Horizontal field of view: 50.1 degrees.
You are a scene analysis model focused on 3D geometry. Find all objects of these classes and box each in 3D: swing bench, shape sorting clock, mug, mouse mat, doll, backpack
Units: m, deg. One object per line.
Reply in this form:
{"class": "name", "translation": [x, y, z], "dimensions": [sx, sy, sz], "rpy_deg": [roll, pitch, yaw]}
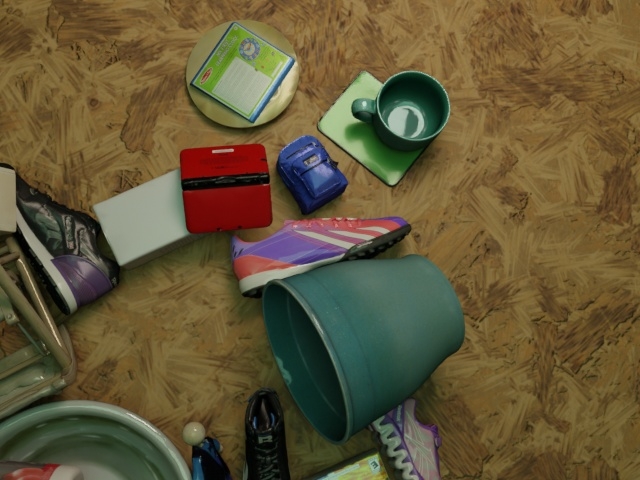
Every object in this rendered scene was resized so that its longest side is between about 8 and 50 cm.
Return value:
{"class": "swing bench", "translation": [-0.551, 0.165, 1.070], "dimensions": [0.253, 0.165, 0.254], "rpy_deg": [-27, 99, -6]}
{"class": "shape sorting clock", "translation": [-0.142, -0.304, 1.252], "dimensions": [0.207, 0.040, 0.206], "rpy_deg": [0, 84, -3]}
{"class": "mug", "translation": [0.147, -0.233, 1.232], "dimensions": [0.158, 0.097, 0.129], "rpy_deg": [35, 80, 2]}
{"class": "mouse mat", "translation": [0.107, -0.210, 1.278], "dimensions": [0.190, 0.007, 0.152], "rpy_deg": [39, 80, 3]}
{"class": "doll", "translation": [-0.171, 0.371, 1.105], "dimensions": [0.046, 0.129, 0.188], "rpy_deg": [-23, 107, 12]}
{"class": "backpack", "translation": [-0.016, -0.125, 1.207], "dimensions": [0.098, 0.101, 0.120], "rpy_deg": [-31, 81, -16]}

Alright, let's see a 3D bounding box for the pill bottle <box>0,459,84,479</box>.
{"class": "pill bottle", "translation": [-0.505, 0.389, 0.941], "dimensions": [0.319, 0.176, 0.176], "rpy_deg": [5, 81, -4]}

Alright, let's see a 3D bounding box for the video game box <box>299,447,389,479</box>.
{"class": "video game box", "translation": [0.037, 0.476, 1.143], "dimensions": [0.205, 0.048, 0.187], "rpy_deg": [-22, 86, -8]}

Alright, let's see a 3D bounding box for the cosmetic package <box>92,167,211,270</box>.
{"class": "cosmetic package", "translation": [-0.255, -0.049, 1.182], "dimensions": [0.231, 0.085, 0.117], "rpy_deg": [-24, 84, -7]}

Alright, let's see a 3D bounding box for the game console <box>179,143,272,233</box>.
{"class": "game console", "translation": [-0.158, -0.089, 1.148], "dimensions": [0.144, 0.085, 0.124], "rpy_deg": [-5, 51, -9]}

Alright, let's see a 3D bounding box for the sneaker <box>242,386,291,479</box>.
{"class": "sneaker", "translation": [-0.090, 0.342, 1.089], "dimensions": [0.079, 0.121, 0.216], "rpy_deg": [-7, 65, -6]}

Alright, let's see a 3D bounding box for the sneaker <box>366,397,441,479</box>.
{"class": "sneaker", "translation": [0.168, 0.363, 1.153], "dimensions": [0.105, 0.095, 0.236], "rpy_deg": [-28, 83, -16]}

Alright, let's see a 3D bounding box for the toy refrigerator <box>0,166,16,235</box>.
{"class": "toy refrigerator", "translation": [-0.610, -0.046, 1.088], "dimensions": [0.270, 0.094, 0.102], "rpy_deg": [-9, 80, 25]}

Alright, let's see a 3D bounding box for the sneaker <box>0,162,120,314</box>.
{"class": "sneaker", "translation": [-0.447, -0.019, 1.166], "dimensions": [0.124, 0.107, 0.283], "rpy_deg": [-31, 85, -29]}

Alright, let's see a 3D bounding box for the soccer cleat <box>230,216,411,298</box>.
{"class": "soccer cleat", "translation": [0.000, 0.000, 1.188], "dimensions": [0.319, 0.108, 0.116], "rpy_deg": [-19, 79, -5]}

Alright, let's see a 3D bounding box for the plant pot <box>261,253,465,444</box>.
{"class": "plant pot", "translation": [0.080, 0.147, 1.101], "dimensions": [0.255, 0.272, 0.271], "rpy_deg": [-21, 83, -22]}

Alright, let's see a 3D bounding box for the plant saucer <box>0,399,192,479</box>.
{"class": "plant saucer", "translation": [-0.386, 0.452, 1.081], "dimensions": [0.401, 0.100, 0.399], "rpy_deg": [1, 81, -6]}
